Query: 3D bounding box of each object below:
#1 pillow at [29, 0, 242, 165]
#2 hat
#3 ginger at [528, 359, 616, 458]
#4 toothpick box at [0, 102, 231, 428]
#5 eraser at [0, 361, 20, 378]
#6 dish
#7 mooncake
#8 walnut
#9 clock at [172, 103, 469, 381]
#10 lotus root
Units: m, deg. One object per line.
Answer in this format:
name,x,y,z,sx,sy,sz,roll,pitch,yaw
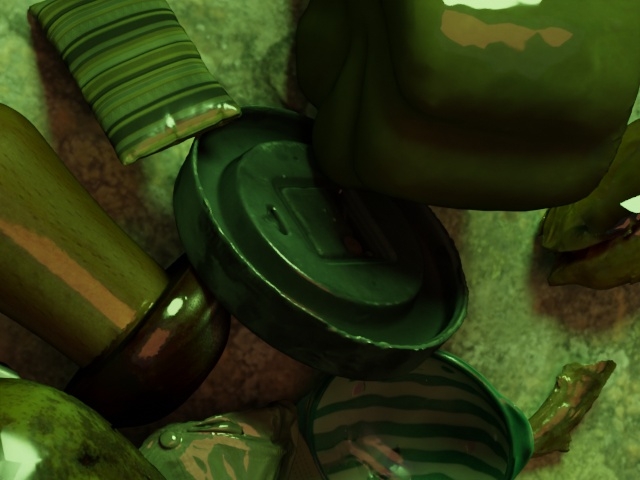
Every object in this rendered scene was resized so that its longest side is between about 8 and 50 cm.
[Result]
pillow,-0.160,-0.153,1.241,0.113,0.038,0.203,-24,58,-14
hat,-0.079,0.265,1.292,0.214,0.149,0.245,-30,90,-2
ginger,0.239,0.167,1.447,0.137,0.044,0.057,-50,136,-2
toothpick box,-0.213,0.026,1.219,0.294,0.192,0.192,41,82,-11
eraser,-0.451,0.064,1.191,0.404,0.096,0.098,27,85,-17
dish,0.091,0.187,1.362,0.224,0.078,0.246,1,110,14
mooncake,0.106,-0.207,1.208,0.200,0.378,0.379,-4,96,-17
walnut,0.312,-0.039,1.408,0.245,0.137,0.137,-43,105,-9
clock,0.000,0.000,1.252,0.280,0.281,0.055,27,124,-18
lotus root,-0.204,0.250,1.145,0.196,0.179,0.397,-26,113,30
